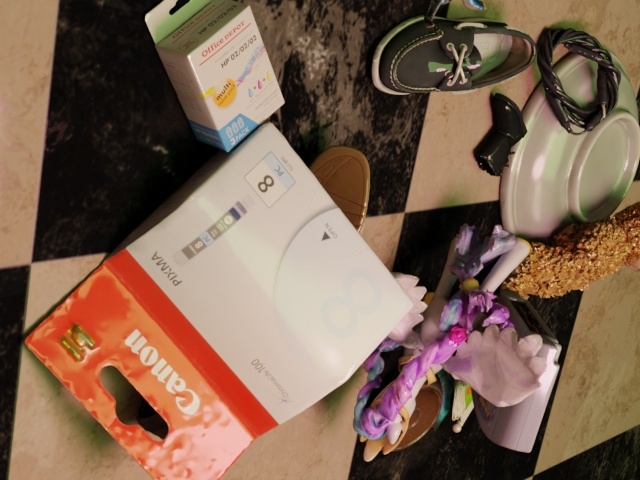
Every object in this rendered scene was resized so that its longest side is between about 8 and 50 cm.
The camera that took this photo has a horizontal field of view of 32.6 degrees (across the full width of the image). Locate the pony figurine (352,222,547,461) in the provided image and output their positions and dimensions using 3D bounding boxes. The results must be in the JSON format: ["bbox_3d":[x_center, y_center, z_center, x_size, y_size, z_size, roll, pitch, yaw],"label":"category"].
[{"bbox_3d":[0.185,0.135,1.639,0.363,0.302,0.351,-52,169,-38],"label":"pony figurine"}]

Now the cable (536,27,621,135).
[{"bbox_3d":[0.431,-0.277,1.819,0.150,0.047,0.184,-35,102,-21],"label":"cable"}]

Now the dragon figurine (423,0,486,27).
[{"bbox_3d":[0.203,-0.401,1.514,0.289,0.085,0.144,-37,132,-37],"label":"dragon figurine"}]

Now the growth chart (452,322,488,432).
[{"bbox_3d":[0.271,0.226,1.927,0.172,0.021,0.237,-52,152,-35],"label":"growth chart"}]

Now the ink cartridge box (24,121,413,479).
[{"bbox_3d":[-0.108,0.094,1.320,0.385,0.091,0.308,-47,110,-23],"label":"ink cartridge box"}]

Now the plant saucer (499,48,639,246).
[{"bbox_3d":[0.478,-0.141,1.966,0.400,0.100,0.400,-25,127,-39],"label":"plant saucer"}]

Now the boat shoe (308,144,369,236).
[{"bbox_3d":[0.000,0.000,1.505,0.089,0.104,0.285,-57,165,-72],"label":"boat shoe"}]

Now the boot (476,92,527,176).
[{"bbox_3d":[0.287,-0.168,1.776,0.099,0.045,0.121,-53,141,-11],"label":"boot"}]

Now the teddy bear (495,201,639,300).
[{"bbox_3d":[0.469,0.039,1.937,0.338,0.113,0.245,-12,152,-24],"label":"teddy bear"}]

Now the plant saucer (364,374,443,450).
[{"bbox_3d":[0.146,0.293,1.843,0.168,0.029,0.168,-21,131,-27],"label":"plant saucer"}]

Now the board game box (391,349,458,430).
[{"bbox_3d":[0.198,0.238,1.905,0.126,0.026,0.186,-53,140,-15],"label":"board game box"}]

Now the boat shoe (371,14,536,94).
[{"bbox_3d":[0.198,-0.268,1.578,0.302,0.091,0.114,-24,127,-40],"label":"boat shoe"}]

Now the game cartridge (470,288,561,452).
[{"bbox_3d":[0.302,0.209,1.734,0.297,0.062,0.198,-97,-154,-77],"label":"game cartridge"}]

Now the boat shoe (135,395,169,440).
[{"bbox_3d":[-0.136,0.133,1.405,0.285,0.103,0.092,-56,146,-2],"label":"boat shoe"}]

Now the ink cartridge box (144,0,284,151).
[{"bbox_3d":[-0.120,-0.207,1.268,0.104,0.061,0.181,-45,137,-24],"label":"ink cartridge box"}]
